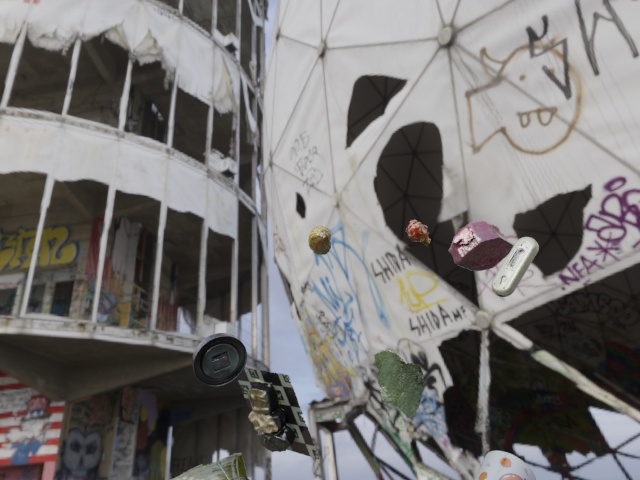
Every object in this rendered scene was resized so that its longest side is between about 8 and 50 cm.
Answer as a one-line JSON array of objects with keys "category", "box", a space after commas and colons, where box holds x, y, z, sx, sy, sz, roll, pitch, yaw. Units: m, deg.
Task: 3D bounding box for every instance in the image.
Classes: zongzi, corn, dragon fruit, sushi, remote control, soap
[{"category": "zongzi", "box": [-0.348, 0.805, 1.572, 0.274, 0.251, 0.125, -8, -67, -19]}, {"category": "corn", "box": [0.000, 0.000, 2.045, 0.101, 0.101, 0.292, -3, -8, -2]}, {"category": "dragon fruit", "box": [0.404, -0.029, 2.078, 0.116, 0.086, 0.081, 40, -60, -7]}, {"category": "sushi", "box": [-0.197, 0.656, 1.858, 0.296, 0.373, 0.100, -2, 23, 38]}, {"category": "remote control", "box": [0.638, 0.085, 1.674, 0.042, 0.221, 0.078, 36, -5, -37]}, {"category": "soap", "box": [0.703, 0.026, 2.243, 0.325, 0.127, 0.220, 21, -63, -46]}]

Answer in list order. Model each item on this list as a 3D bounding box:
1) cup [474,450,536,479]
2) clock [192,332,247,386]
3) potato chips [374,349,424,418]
[{"category": "cup", "box": [0.691, 1.027, 2.000, 0.317, 0.212, 0.212, -40, 0, -40]}, {"category": "clock", "box": [-0.338, 0.396, 1.701, 0.184, 0.185, 0.040, 13, 9, -30]}, {"category": "potato chips", "box": [0.261, 0.467, 1.686, 0.228, 0.167, 0.059, 37, 0, -8]}]
